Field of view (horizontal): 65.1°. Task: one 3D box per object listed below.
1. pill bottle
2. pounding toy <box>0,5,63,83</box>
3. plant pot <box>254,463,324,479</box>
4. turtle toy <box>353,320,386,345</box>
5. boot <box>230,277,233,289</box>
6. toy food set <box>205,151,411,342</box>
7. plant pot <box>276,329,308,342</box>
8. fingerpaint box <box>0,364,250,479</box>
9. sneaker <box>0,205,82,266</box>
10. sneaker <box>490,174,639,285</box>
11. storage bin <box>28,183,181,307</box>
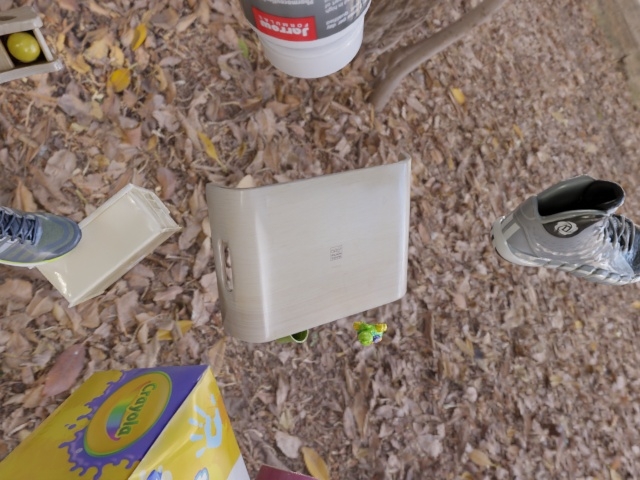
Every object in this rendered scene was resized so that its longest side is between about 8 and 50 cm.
[{"bbox_3d":[-0.022,-0.311,0.525,0.283,0.161,0.162,77,9,-71],"label":"pill bottle"},{"bbox_3d":[-0.536,-0.294,0.720,0.154,0.269,0.155,-110,-173,-50],"label":"pounding toy"},{"bbox_3d":[-0.064,0.488,0.848,0.201,0.201,0.180,32,61,-32],"label":"plant pot"},{"bbox_3d":[0.145,0.282,1.518,0.130,0.095,0.066,19,74,-71],"label":"turtle toy"},{"bbox_3d":[-0.123,0.075,1.182,0.190,0.086,0.069,-22,86,-56],"label":"boot"},{"bbox_3d":[0.000,0.000,0.718,0.305,0.092,0.220,-14,117,-26],"label":"toy food set"},{"bbox_3d":[-0.092,0.256,1.420,0.083,0.079,0.083,29,48,-39],"label":"plant pot"},{"bbox_3d":[-0.197,0.385,0.409,0.445,0.163,0.372,-60,139,-64],"label":"fingerpaint box"},{"bbox_3d":[-0.580,-0.018,0.889,0.299,0.121,0.111,3,75,-40],"label":"sneaker"},{"bbox_3d":[0.328,-0.014,0.579,0.228,0.132,0.086,5,60,-8],"label":"sneaker"},{"bbox_3d":[-0.471,0.007,1.152,0.262,0.260,0.123,-40,97,-4],"label":"storage bin"}]
